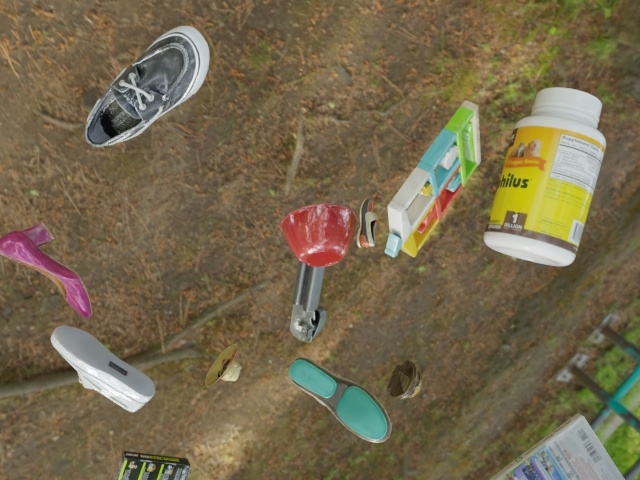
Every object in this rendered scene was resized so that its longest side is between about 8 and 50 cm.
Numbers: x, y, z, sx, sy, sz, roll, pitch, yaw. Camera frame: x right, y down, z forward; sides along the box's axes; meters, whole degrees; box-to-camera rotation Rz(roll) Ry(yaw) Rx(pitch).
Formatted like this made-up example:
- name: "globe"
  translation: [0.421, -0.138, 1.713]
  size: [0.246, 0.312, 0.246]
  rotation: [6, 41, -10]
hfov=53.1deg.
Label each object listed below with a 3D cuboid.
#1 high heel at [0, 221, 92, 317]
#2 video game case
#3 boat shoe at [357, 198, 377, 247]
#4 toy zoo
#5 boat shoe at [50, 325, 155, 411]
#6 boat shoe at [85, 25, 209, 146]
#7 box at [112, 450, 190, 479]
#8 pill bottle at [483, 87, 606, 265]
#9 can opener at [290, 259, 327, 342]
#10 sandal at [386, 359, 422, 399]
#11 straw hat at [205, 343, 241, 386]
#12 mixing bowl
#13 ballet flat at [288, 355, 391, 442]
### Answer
- name: "high heel"
  translation: [-0.601, 0.083, 1.397]
  size: [0.117, 0.082, 0.244]
  rotation: [-33, 100, -36]
- name: "video game case"
  translation: [0.417, 0.432, 1.074]
  size: [0.193, 0.023, 0.212]
  rotation: [-34, 92, -8]
- name: "boat shoe"
  translation: [0.125, -0.045, 1.641]
  size: [0.049, 0.043, 0.136]
  rotation: [41, 51, -50]
- name: "toy zoo"
  translation: [0.205, -0.091, 1.184]
  size: [0.293, 0.030, 0.192]
  rotation: [-54, 153, -12]
- name: "boat shoe"
  translation: [-0.492, 0.291, 1.411]
  size: [0.258, 0.095, 0.084]
  rotation: [40, 109, -9]
- name: "boat shoe"
  translation: [-0.314, -0.259, 1.124]
  size: [0.301, 0.102, 0.108]
  rotation: [-28, 104, 34]
- name: "box"
  translation: [-0.461, 0.660, 1.694]
  size: [0.184, 0.045, 0.190]
  rotation: [17, 96, -26]
- name: "pill bottle"
  translation: [0.295, -0.082, 0.832]
  size: [0.117, 0.117, 0.214]
  rotation: [20, 85, -43]
- name: "can opener"
  translation: [-0.022, 0.142, 1.671]
  size: [0.095, 0.076, 0.283]
  rotation: [-23, 134, -45]
- name: "sandal"
  translation: [0.194, 0.323, 1.443]
  size: [0.090, 0.060, 0.219]
  rotation: [-62, 176, -14]
- name: "straw hat"
  translation: [-0.258, 0.367, 1.813]
  size: [0.061, 0.144, 0.144]
  rotation: [38, 97, -18]
- name: "mixing bowl"
  translation: [0.000, 0.000, 1.491]
  size: [0.182, 0.098, 0.181]
  rotation: [-5, 153, -3]
- name: "ballet flat"
  translation: [0.059, 0.400, 1.644]
  size: [0.107, 0.316, 0.106]
  rotation: [-53, 156, -4]
